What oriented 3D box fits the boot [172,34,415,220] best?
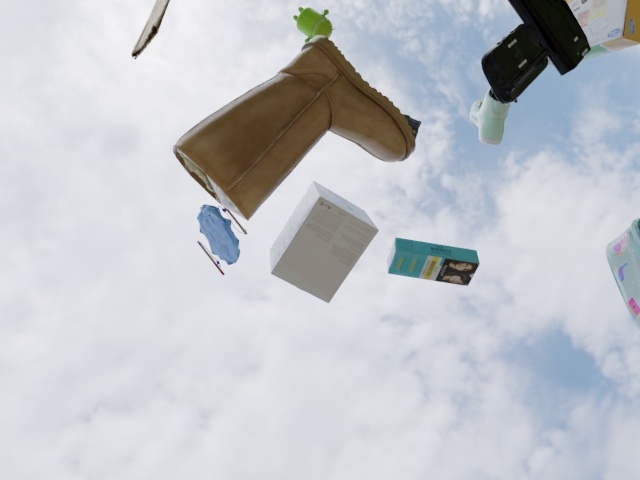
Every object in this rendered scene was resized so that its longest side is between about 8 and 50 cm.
[{"bbox_3d":[-0.025,-0.126,0.672,0.236,0.089,0.269,44,-111,-6],"label":"boot"}]

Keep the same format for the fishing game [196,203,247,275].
[{"bbox_3d":[-0.279,-0.019,1.342,0.041,0.264,0.189,-32,-105,-37],"label":"fishing game"}]

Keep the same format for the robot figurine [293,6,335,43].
[{"bbox_3d":[-0.017,-0.570,1.274,0.115,0.067,0.101,40,-77,15],"label":"robot figurine"}]

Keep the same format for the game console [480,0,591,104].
[{"bbox_3d":[0.417,-0.402,0.962,0.213,0.044,0.361,51,-121,-7],"label":"game console"}]

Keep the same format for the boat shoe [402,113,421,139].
[{"bbox_3d":[0.214,-0.357,1.473,0.184,0.065,0.083,17,-74,-6],"label":"boat shoe"}]

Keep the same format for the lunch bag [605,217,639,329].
[{"bbox_3d":[0.644,0.074,0.787,0.280,0.107,0.223,6,-129,-4],"label":"lunch bag"}]

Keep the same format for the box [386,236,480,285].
[{"bbox_3d":[0.324,0.063,1.398,0.245,0.100,0.060,9,-138,-3],"label":"box"}]

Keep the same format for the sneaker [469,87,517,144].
[{"bbox_3d":[0.507,-0.400,1.407,0.094,0.255,0.150,6,-53,3],"label":"sneaker"}]

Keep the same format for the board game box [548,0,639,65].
[{"bbox_3d":[0.667,-0.610,1.160,0.064,0.242,0.316,3,-84,-20],"label":"board game box"}]

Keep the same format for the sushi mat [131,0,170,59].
[{"bbox_3d":[-0.336,-0.549,1.055,0.019,0.152,0.316,28,-115,-34],"label":"sushi mat"}]

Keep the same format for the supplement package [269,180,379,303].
[{"bbox_3d":[0.000,0.000,1.416,0.199,0.198,0.262,29,-76,-16],"label":"supplement package"}]
